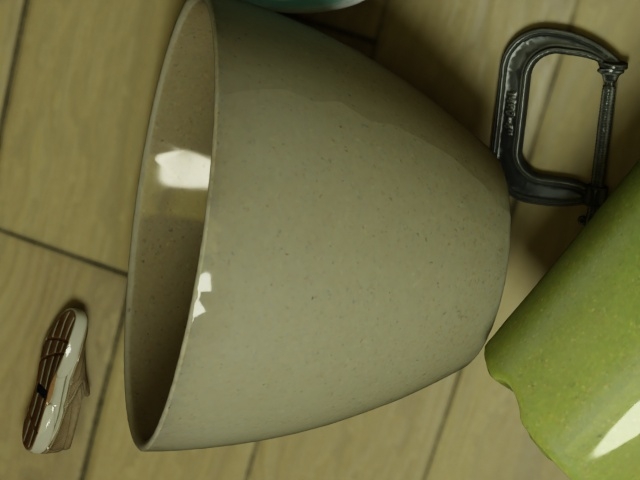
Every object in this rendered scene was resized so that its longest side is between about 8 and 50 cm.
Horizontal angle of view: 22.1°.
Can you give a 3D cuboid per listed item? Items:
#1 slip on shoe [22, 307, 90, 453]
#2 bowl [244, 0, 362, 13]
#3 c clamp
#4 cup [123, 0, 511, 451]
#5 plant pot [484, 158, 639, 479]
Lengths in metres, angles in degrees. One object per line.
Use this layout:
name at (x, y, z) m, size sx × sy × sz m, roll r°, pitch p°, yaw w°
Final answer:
slip on shoe at (-0.218, 0.122, 1.410) m, size 0.041 × 0.051 × 0.135 m, roll 11°, pitch 103°, yaw -30°
bowl at (-0.053, -0.318, 1.137) m, size 0.312 × 0.311 × 0.163 m, roll 23°, pitch 66°, yaw 7°
c clamp at (0.198, -0.083, 1.258) m, size 0.137 × 0.022 × 0.160 m, roll 4°, pitch 108°, yaw 19°
cup at (0.000, 0.000, 1.199) m, size 0.237 × 0.331 × 0.331 m, roll 8°, pitch 109°, yaw -14°
plant pot at (0.262, 0.057, 1.125) m, size 0.254 × 0.276 × 0.276 m, roll -44°, pitch 91°, yaw 13°
